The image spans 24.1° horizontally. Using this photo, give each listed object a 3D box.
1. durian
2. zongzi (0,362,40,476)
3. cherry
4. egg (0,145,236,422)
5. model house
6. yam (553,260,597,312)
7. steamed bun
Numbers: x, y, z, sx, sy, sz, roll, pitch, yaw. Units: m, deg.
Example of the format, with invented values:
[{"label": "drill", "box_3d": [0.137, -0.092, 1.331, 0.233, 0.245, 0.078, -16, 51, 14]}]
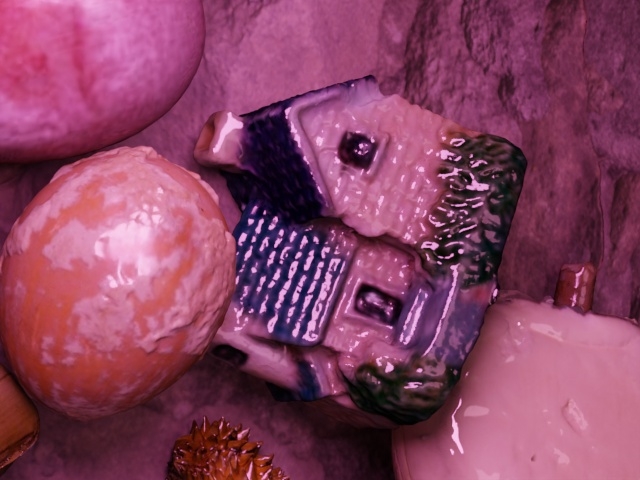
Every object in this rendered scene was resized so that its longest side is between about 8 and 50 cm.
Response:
[{"label": "durian", "box_3d": [-0.073, 0.296, 1.474, 0.139, 0.144, 0.252, -22, 111, -12]}, {"label": "zongzi", "box_3d": [-0.315, 0.153, 1.169, 0.260, 0.289, 0.123, -27, 82, -34]}, {"label": "cherry", "box_3d": [-0.236, -0.189, 1.262, 0.307, 0.221, 0.261, -36, 120, -11]}, {"label": "egg", "box_3d": [-0.178, 0.039, 1.284, 0.203, 0.203, 0.245, 22, 97, -36]}, {"label": "model house", "box_3d": [-0.001, 0.000, 1.439, 0.284, 0.243, 0.298, 25, 75, -17]}, {"label": "yam", "box_3d": [0.283, 0.139, 1.769, 0.056, 0.056, 0.241, 18, 82, -36]}, {"label": "steamed bun", "box_3d": [0.210, 0.226, 1.586, 0.333, 0.233, 0.312, 20, 68, -20]}]
